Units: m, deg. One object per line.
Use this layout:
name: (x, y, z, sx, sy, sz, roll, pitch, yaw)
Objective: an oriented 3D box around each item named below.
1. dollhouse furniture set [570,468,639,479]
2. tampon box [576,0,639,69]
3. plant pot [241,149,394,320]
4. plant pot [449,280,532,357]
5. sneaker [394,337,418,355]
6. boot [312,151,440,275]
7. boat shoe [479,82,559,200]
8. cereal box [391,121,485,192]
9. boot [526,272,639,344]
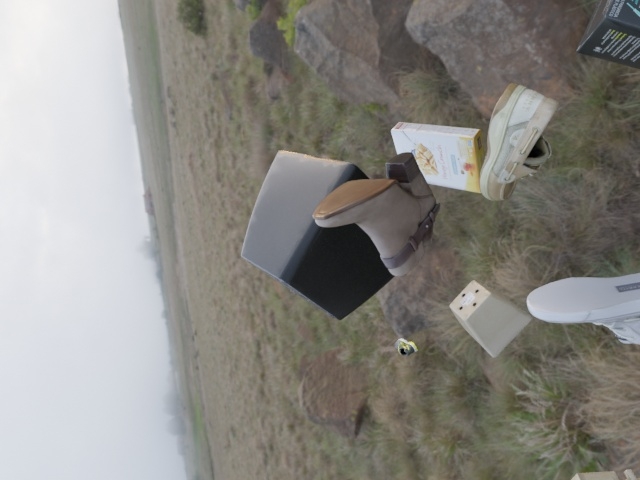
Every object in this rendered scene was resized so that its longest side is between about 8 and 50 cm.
dollhouse furniture set: (0.441, 0.408, 0.654, 0.101, 0.182, 0.160, -97, 7, -49)
tampon box: (0.374, -0.239, 0.463, 0.101, 0.161, 0.120, -14, -55, -74)
plant pot: (0.000, 0.000, 0.665, 0.187, 0.188, 0.167, 22, 75, 51)
plant pot: (0.326, 0.144, 0.924, 0.109, 0.096, 0.109, -49, 19, 6)
sneaker: (0.200, 0.260, 1.127, 0.031, 0.035, 0.083, 62, 157, -3)
boot: (0.050, -0.010, 0.356, 0.042, 0.118, 0.086, 18, 134, 48)
boat shoe: (0.365, -0.155, 0.855, 0.098, 0.109, 0.302, 28, 162, 25)
cereal box: (0.313, -0.222, 1.231, 0.240, 0.047, 0.173, 17, 145, 40)
boot: (0.482, 0.125, 0.759, 0.095, 0.258, 0.123, -69, -37, -54)
